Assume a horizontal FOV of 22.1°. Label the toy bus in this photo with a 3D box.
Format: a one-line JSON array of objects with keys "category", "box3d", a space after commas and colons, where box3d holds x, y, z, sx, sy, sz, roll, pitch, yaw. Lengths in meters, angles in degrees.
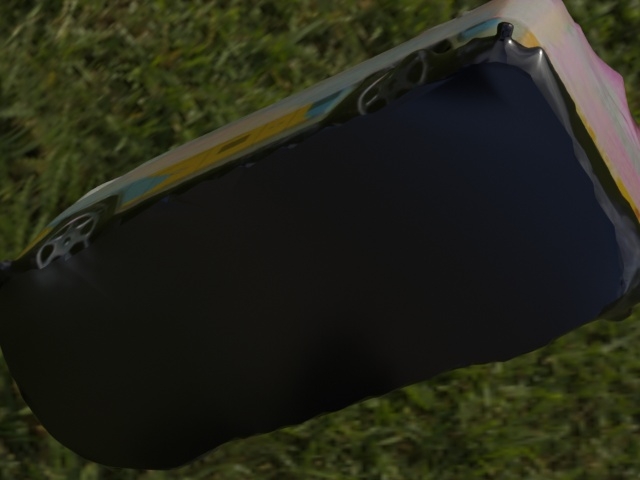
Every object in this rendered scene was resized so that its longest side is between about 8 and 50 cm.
[{"category": "toy bus", "box3d": [0.000, 0.000, 0.942, 0.171, 0.386, 0.162, 61, 28, -13]}]
